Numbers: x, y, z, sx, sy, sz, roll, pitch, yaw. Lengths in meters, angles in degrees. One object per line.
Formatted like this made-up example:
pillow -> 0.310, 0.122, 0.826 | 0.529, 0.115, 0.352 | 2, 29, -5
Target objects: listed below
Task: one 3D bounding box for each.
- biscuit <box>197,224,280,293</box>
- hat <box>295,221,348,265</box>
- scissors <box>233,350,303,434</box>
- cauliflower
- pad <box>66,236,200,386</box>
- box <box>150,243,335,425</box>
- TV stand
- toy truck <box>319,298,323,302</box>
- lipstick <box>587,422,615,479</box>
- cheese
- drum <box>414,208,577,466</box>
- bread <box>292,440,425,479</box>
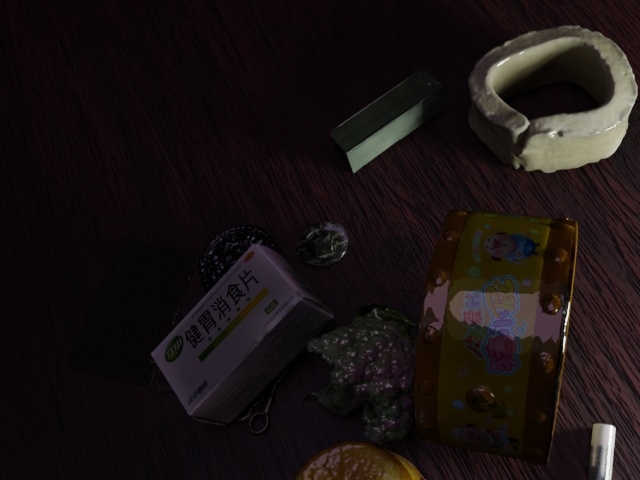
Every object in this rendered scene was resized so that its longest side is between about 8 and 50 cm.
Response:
biscuit -> -0.178, 0.055, 1.664 | 0.195, 0.053, 0.194 | -5, 63, 11
hat -> 0.000, 0.000, 1.652 | 0.121, 0.050, 0.121 | -5, 60, 9
scissors -> -0.093, 0.289, 1.547 | 0.088, 0.017, 0.220 | 28, 72, 26
cauliflower -> 0.080, 0.256, 1.424 | 0.239, 0.315, 0.256 | 46, 37, 5
pad -> -0.418, 0.151, 1.700 | 0.220, 0.004, 0.330 | 10, 66, 18
box -> -0.158, 0.191, 1.493 | 0.333, 0.145, 0.173 | -46, 54, 6
TV stand -> 0.155, -0.276, 1.733 | 0.270, 0.088, 0.082 | -34, 60, -5
toy truck -> -0.048, 0.154, 1.577 | 0.123, 0.063, 0.052 | -10, 62, 8
lipstick -> 0.494, 0.396, 1.338 | 0.040, 0.040, 0.141 | 8, 66, 17
cheese -> 0.488, -0.299, 1.628 | 0.332, 0.153, 0.292 | -15, 61, 7
drum -> 0.305, 0.156, 1.297 | 0.214, 0.431, 0.431 | 7, 65, 17
bread -> 0.061, 0.475, 1.344 | 0.269, 0.145, 0.268 | -7, 58, 11
